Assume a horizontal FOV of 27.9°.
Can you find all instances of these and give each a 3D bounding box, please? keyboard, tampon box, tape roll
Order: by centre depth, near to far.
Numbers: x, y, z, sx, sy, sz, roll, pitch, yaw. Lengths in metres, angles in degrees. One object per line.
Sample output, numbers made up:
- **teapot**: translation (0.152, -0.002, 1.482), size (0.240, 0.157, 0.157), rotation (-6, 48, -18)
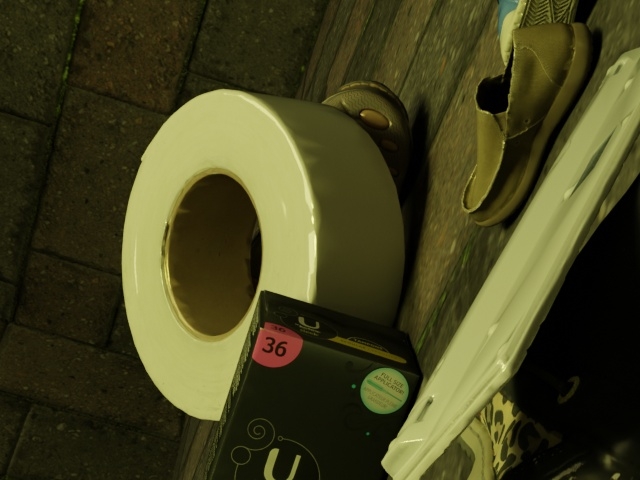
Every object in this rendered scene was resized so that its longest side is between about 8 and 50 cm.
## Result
- **keyboard**: translation (0.087, -0.019, 0.431), size (0.072, 0.014, 0.256), rotation (-51, 2, 44)
- **tampon box**: translation (-0.012, 0.138, 0.957), size (0.101, 0.120, 0.161), rotation (-100, 27, -76)
- **tape roll**: translation (-0.058, 0.013, 1.124), size (0.286, 0.100, 0.286), rotation (-3, 86, 50)

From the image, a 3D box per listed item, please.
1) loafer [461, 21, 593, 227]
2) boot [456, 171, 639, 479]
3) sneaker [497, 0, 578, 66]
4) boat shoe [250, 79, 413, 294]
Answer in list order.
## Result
- **loafer**: translation (0.113, -0.072, 0.771), size (0.056, 0.050, 0.148), rotation (-83, 12, -53)
- **boot**: translation (0.118, 0.018, 0.442), size (0.179, 0.085, 0.236), rotation (-60, 0, 14)
- **sneaker**: translation (0.141, -0.180, 0.769), size (0.085, 0.058, 0.152), rotation (-92, 12, -44)
- **boat shoe**: translation (0.000, 0.000, 1.270), size (0.355, 0.132, 0.130), rotation (-60, 2, 28)
